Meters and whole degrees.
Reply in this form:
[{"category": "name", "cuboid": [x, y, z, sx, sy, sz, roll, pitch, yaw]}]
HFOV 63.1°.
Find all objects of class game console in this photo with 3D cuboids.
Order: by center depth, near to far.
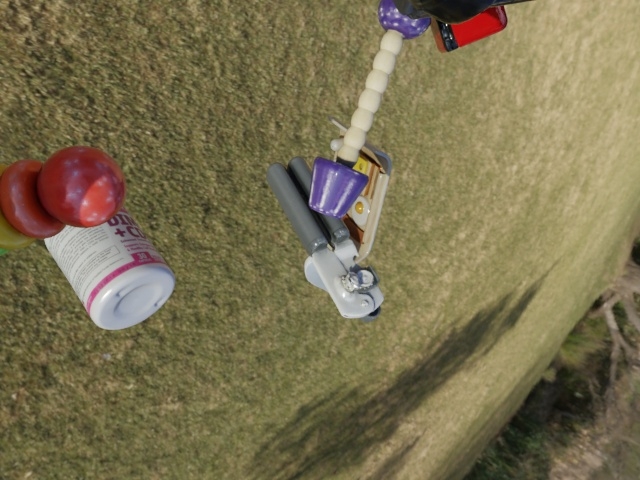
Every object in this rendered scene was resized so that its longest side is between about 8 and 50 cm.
[{"category": "game console", "cuboid": [0.199, -0.359, 0.760, 0.124, 0.085, 0.144, -77, 146, -72]}]

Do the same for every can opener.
[{"category": "can opener", "cuboid": [0.000, 0.000, 0.789, 0.074, 0.280, 0.093, -21, 161, -26]}]

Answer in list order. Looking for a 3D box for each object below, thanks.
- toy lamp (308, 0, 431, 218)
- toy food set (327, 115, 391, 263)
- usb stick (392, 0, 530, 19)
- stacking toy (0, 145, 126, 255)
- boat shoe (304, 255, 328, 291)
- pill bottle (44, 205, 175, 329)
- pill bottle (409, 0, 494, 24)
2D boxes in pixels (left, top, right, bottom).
[{"category": "toy lamp", "cuboid": [0.056, -0.162, 0.671, 0.080, 0.080, 0.275, 16, 99, -57]}, {"category": "toy food set", "cuboid": [0.052, -0.122, 1.275, 0.092, 0.220, 0.306, -8, 125, -29]}, {"category": "usb stick", "cuboid": [0.208, -0.293, 0.570, 0.278, 0.077, 0.045, -15, 158, -13]}, {"category": "stacking toy", "cuboid": [-0.374, -0.028, 0.588, 0.141, 0.330, 0.141, -11, 90, -80]}, {"category": "boat shoe", "cuboid": [0.022, 0.065, 1.217, 0.080, 0.076, 0.228, -24, 149, 17]}, {"category": "pill bottle", "cuboid": [-0.415, 0.015, 0.987, 0.160, 0.283, 0.160, -36, 157, -18]}, {"category": "pill bottle", "cuboid": [-0.003, -0.190, 0.233, 0.219, 0.123, 0.123, 19, 96, -23]}]
